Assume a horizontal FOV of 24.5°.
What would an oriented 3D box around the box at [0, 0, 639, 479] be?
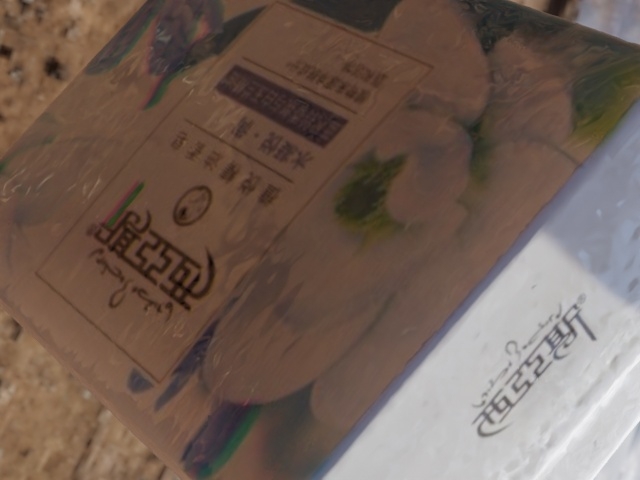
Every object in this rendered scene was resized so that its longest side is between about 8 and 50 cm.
[{"bbox_3d":[-0.001,-0.001,0.578,0.203,0.274,0.116,-49,131,-7],"label":"box"}]
